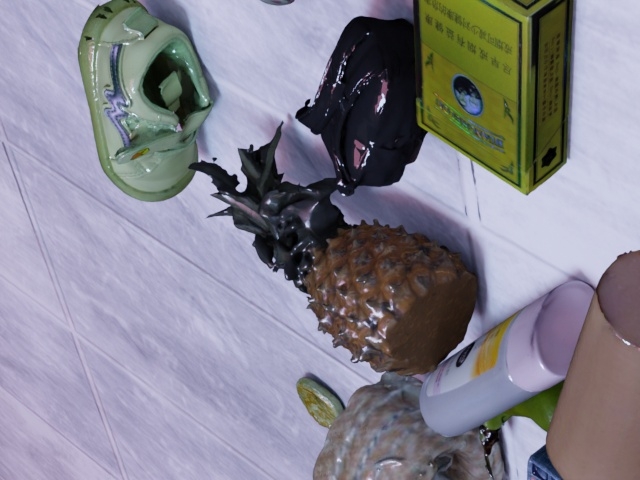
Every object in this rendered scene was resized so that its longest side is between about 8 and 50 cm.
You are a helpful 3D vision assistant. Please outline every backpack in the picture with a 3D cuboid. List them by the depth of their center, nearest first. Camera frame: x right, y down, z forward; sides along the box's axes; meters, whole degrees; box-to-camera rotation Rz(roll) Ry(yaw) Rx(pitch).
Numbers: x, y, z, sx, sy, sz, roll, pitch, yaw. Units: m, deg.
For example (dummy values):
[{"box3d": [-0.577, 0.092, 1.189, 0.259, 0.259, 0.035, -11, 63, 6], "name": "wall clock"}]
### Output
[{"box3d": [0.054, -0.134, 1.869, 0.120, 0.106, 0.165, 64, 145, 28], "name": "backpack"}]

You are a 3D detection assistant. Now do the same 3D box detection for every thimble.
[{"box3d": [0.094, 0.272, 2.226, 0.148, 0.196, 0.229, 33, 150, 38], "name": "thimble"}]

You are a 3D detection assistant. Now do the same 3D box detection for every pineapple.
[{"box3d": [-0.001, -0.001, 2.088, 0.364, 0.165, 0.165, 38, 152, 33], "name": "pineapple"}]

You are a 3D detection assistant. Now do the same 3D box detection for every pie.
[{"box3d": [0.000, 0.207, 2.511, 0.084, 0.021, 0.084, 37, 153, 23], "name": "pie"}]

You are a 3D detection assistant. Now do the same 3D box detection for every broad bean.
[{"box3d": [0.237, 0.179, 2.018, 0.098, 0.056, 0.318, 66, 157, 8], "name": "broad bean"}]

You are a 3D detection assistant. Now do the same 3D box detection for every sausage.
[{"box3d": [0.280, 0.131, 1.767, 0.123, 0.123, 0.253, 40, 144, 25], "name": "sausage"}]

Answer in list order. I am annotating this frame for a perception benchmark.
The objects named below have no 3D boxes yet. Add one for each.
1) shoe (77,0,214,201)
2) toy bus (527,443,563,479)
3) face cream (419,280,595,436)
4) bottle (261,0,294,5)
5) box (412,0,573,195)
[{"box3d": [-0.199, -0.149, 2.239, 0.128, 0.140, 0.262, 32, 145, 48], "name": "shoe"}, {"box3d": [0.289, 0.277, 2.077, 0.166, 0.047, 0.065, 33, 145, 36], "name": "toy bus"}, {"box3d": [0.187, 0.123, 1.965, 0.073, 0.107, 0.269, 31, 153, -10], "name": "face cream"}, {"box3d": [-0.001, -0.276, 1.767, 0.110, 0.110, 0.233, 57, 154, -11], "name": "bottle"}, {"box3d": [0.148, -0.159, 1.722, 0.141, 0.064, 0.220, 36, 152, 30], "name": "box"}]
